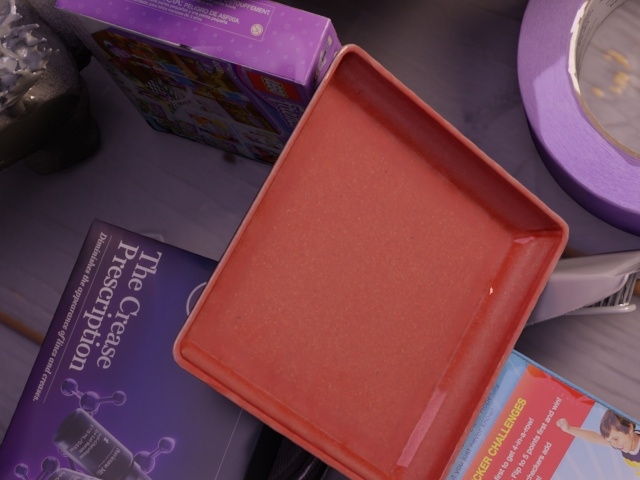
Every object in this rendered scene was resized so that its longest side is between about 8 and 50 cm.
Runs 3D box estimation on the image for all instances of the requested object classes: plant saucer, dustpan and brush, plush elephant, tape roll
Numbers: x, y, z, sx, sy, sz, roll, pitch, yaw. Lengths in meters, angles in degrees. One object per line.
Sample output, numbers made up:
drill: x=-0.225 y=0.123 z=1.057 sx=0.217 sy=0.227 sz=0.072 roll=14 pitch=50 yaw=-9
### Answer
plant saucer: x=0.035 y=0.032 z=1.315 sx=0.047 sy=0.258 sz=0.259 roll=9 pitch=67 yaw=56
dustpan and brush: x=0.181 y=0.050 z=1.453 sx=0.211 sy=0.147 sz=0.060 roll=-6 pitch=96 yaw=30
plush elephant: x=-0.323 y=-0.168 z=1.423 sx=0.272 sy=0.330 sz=0.255 roll=-33 pitch=82 yaw=-26
tape roll: x=0.300 y=-0.140 z=1.477 sx=0.274 sy=0.090 sz=0.275 roll=-2 pitch=79 yaw=10

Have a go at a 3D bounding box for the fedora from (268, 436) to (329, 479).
fedora: x=-0.117 y=0.134 z=1.475 sx=0.275 sy=0.124 sz=0.244 roll=-15 pitch=76 yaw=6

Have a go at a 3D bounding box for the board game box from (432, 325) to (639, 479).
board game box: x=0.170 y=0.274 z=1.378 sx=0.302 sy=0.086 sz=0.308 roll=30 pitch=85 yaw=15

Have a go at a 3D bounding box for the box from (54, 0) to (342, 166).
box: x=-0.070 y=-0.128 z=1.434 sx=0.201 sy=0.293 sz=0.057 roll=19 pitch=79 yaw=13

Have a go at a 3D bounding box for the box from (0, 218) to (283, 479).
box: x=-0.127 y=0.140 z=1.359 sx=0.184 sy=0.103 sz=0.261 roll=19 pitch=79 yaw=9
